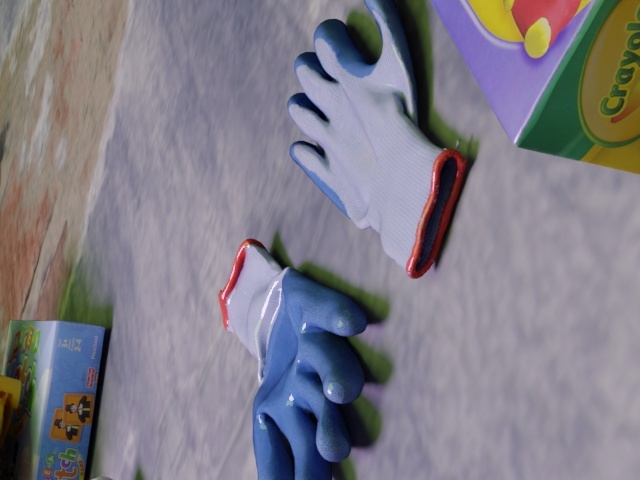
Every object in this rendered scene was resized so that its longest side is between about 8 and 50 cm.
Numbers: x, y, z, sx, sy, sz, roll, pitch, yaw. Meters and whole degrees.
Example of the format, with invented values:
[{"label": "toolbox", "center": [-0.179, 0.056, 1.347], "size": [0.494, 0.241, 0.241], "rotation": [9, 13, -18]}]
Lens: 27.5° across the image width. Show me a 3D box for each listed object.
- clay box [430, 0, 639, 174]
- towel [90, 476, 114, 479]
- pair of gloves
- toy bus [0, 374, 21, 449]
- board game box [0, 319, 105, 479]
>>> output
[{"label": "clay box", "center": [0.094, -0.142, 0.319], "size": [0.127, 0.053, 0.222], "rotation": [-110, 36, -49]}, {"label": "towel", "center": [-0.106, 0.275, 0.643], "size": [0.285, 0.034, 0.209], "rotation": [50, 125, 58]}, {"label": "pair of gloves", "center": [0.000, 0.000, 0.520], "size": [0.159, 0.023, 0.198], "rotation": [-125, 49, -59]}, {"label": "toy bus", "center": [-0.280, 0.156, 0.872], "size": [0.220, 0.149, 0.211], "rotation": [120, 163, -46]}, {"label": "board game box", "center": [-0.195, 0.160, 0.885], "size": [0.160, 0.039, 0.212], "rotation": [172, 107, -66]}]
